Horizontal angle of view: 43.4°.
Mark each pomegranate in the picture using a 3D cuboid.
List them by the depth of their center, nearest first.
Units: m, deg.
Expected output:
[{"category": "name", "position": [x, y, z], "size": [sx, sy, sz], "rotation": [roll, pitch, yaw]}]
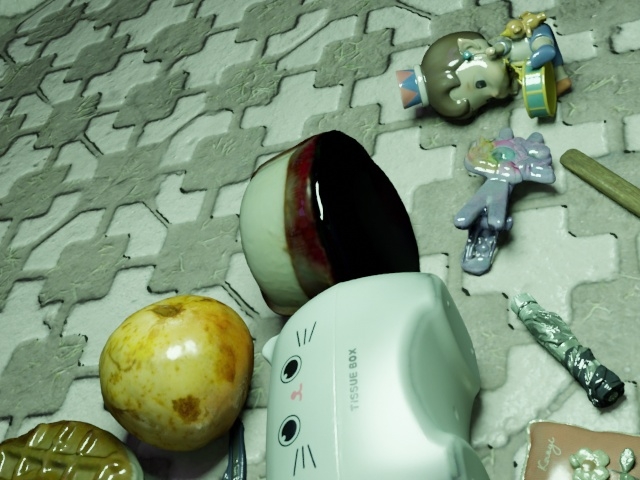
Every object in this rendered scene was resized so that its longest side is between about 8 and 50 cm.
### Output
[{"category": "pomegranate", "position": [-0.187, 0.186, 1.092], "size": [0.215, 0.215, 0.215], "rotation": [-15, 45, 15]}]

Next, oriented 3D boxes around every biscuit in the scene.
[{"category": "biscuit", "position": [-0.374, 0.392, 1.065], "size": [0.332, 0.103, 0.332], "rotation": [-15, 44, 16]}]

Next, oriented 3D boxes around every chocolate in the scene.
[{"category": "chocolate", "position": [0.000, 0.000, 1.145], "size": [0.186, 0.283, 0.283], "rotation": [-26, 41, 27]}]

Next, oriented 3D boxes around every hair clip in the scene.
[{"category": "hair clip", "position": [0.271, -0.082, 1.178], "size": [0.137, 0.090, 0.278], "rotation": [11, 56, 24]}]

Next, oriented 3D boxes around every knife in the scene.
[{"category": "knife", "position": [-0.115, 0.292, 1.083], "size": [0.031, 0.018, 0.121], "rotation": [-16, 43, 11]}]

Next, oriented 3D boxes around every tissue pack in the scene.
[{"category": "tissue pack", "position": [0.061, 0.214, 0.908], "size": [0.236, 0.229, 0.333], "rotation": [-17, 44, 18]}]

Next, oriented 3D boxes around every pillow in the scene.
[{"category": "pillow", "position": [0.285, 0.275, 0.848], "size": [0.171, 0.075, 0.179], "rotation": [2, 50, 30]}]

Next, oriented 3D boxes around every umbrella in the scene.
[{"category": "umbrella", "position": [0.303, 0.127, 0.996], "size": [0.046, 0.050, 0.188], "rotation": [-15, 40, -17]}]

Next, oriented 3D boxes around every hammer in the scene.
[{"category": "hammer", "position": [0.454, -0.038, 1.078], "size": [0.111, 0.043, 0.365], "rotation": [-35, 42, -5]}]

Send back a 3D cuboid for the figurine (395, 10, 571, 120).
[{"category": "figurine", "position": [0.260, -0.268, 1.316], "size": [0.276, 0.161, 0.158], "rotation": [-3, 69, 31]}]
